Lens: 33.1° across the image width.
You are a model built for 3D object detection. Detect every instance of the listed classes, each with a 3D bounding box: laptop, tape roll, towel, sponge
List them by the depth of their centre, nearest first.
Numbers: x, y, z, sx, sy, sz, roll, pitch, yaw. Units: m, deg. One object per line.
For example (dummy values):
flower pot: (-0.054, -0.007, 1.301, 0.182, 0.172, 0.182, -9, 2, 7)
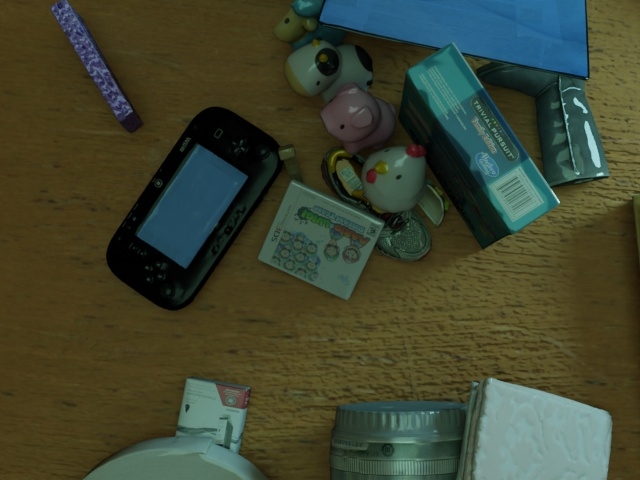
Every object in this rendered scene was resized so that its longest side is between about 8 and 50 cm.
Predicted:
towel: (0.301, 0.383, 1.540, 0.317, 0.053, 0.331, 21, 75, -37)
laptop: (0.227, -0.461, 1.554, 0.382, 0.236, 0.408, 12, 95, 2)
tape roll: (-0.218, 0.490, 1.620, 0.392, 0.072, 0.392, 0, 96, 4)
sponge: (-0.347, -0.271, 1.685, 0.031, 0.117, 0.210, -31, 86, -2)

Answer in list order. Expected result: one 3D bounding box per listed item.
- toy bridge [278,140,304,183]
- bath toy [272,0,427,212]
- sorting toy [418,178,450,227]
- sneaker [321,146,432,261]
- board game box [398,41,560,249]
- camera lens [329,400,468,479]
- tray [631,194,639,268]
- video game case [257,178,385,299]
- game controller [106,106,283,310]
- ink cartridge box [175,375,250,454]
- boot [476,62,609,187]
toy bridge: (-0.030, -0.067, 1.681, 0.026, 0.063, 0.188, -16, 107, 2)
bath toy: (0.052, -0.202, 1.604, 0.151, 0.129, 0.348, -17, 67, -27)
sorting toy: (0.173, -0.067, 1.672, 0.045, 0.075, 0.083, -39, 86, -1)
sneaker: (0.082, -0.054, 1.666, 0.225, 0.093, 0.088, 45, 89, 4)
board game box: (0.215, -0.122, 1.544, 0.079, 0.336, 0.253, -32, 86, 0)
camera lens: (0.123, 0.379, 1.571, 0.219, 0.219, 0.274, -1, 86, 2)
tray: (0.595, 0.126, 1.619, 0.203, 0.076, 0.411, -6, 86, 18)
video game case: (0.000, 0.000, 1.653, 0.157, 0.019, 0.143, 25, 113, 0)
game controller: (-0.198, -0.052, 1.690, 0.166, 0.067, 0.319, 34, 87, 4)
ink cartridge box: (-0.170, 0.287, 1.670, 0.099, 0.056, 0.135, 10, 86, 3)
boot: (0.348, -0.186, 1.683, 0.190, 0.076, 0.208, -5, 93, 4)
